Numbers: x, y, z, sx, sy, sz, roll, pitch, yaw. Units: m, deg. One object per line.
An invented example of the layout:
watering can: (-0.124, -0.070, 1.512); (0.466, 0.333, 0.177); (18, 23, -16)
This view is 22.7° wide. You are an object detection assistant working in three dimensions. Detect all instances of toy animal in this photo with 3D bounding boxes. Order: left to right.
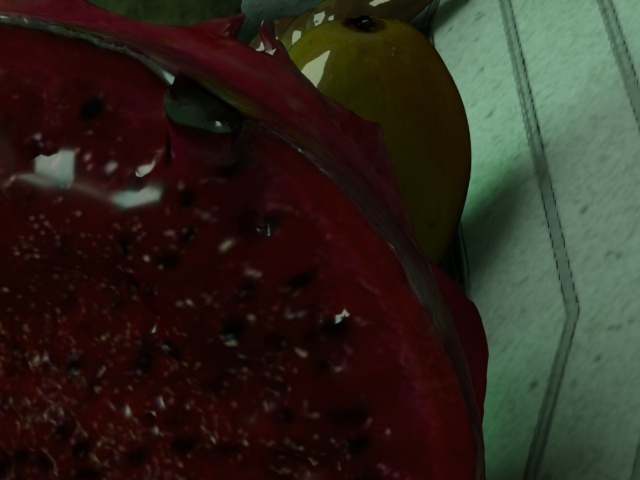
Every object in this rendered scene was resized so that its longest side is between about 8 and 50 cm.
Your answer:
toy animal: (0.037, -0.143, 1.068); (0.224, 0.066, 0.229); (1, 53, 53)

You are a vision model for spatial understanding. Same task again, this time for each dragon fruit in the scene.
dragon fruit: (-0.098, 0.065, 0.710); (0.371, 0.386, 0.249); (-57, -4, 19)

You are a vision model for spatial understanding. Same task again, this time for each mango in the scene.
mango: (0.000, 0.000, 0.869); (0.113, 0.138, 0.253); (41, 110, 49)

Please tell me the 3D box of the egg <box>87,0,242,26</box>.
egg: (-0.203, -0.163, 1.268); (0.310, 0.279, 0.279); (-35, 30, 24)
